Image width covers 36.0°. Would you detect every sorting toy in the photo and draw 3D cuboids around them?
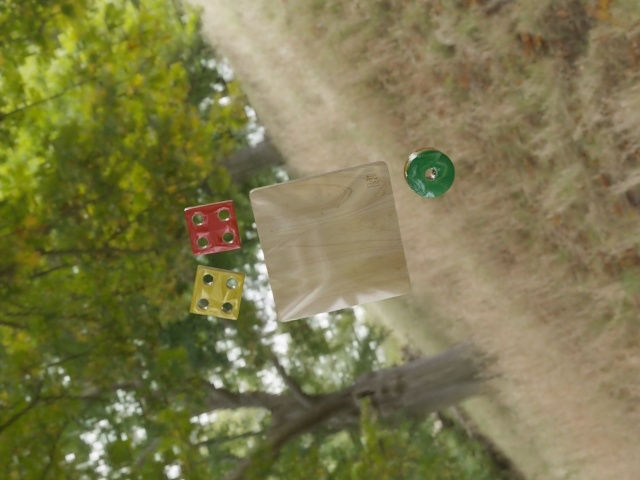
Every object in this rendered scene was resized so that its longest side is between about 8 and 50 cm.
[{"bbox_3d":[0.000,0.000,0.955,0.046,0.275,0.132,-113,11,-76],"label":"sorting toy"}]
